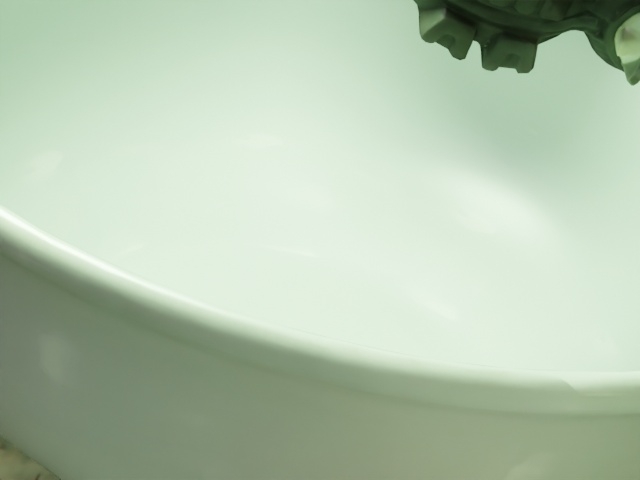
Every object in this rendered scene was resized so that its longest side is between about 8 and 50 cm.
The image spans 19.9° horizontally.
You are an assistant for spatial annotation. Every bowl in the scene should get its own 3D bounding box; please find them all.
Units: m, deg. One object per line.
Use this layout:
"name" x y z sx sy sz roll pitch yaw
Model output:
"bowl" 0.000 0.000 0.513 0.298 0.134 0.298 12 30 -7

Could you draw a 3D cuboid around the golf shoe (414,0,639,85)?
"golf shoe" 0.152 -0.084 0.458 0.105 0.273 0.120 120 163 -47
